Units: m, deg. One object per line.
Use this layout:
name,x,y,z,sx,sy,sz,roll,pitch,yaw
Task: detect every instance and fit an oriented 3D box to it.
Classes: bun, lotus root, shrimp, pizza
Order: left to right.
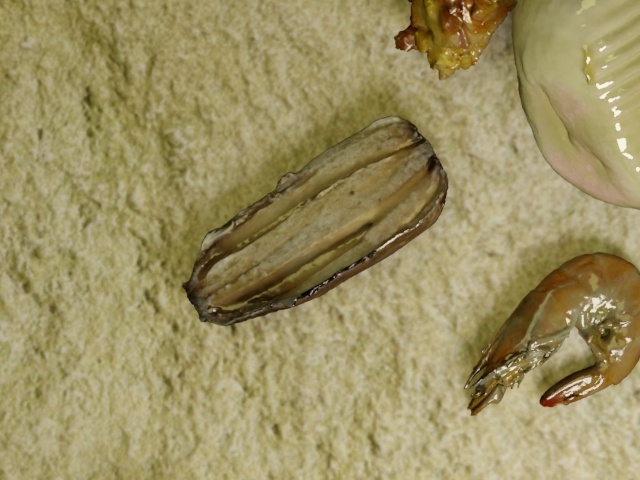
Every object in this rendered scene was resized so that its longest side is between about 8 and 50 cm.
lotus root,-0.001,0.001,1.397,0.329,0.078,0.167,-30,52,12
pizza,0.136,-0.281,1.325,0.289,0.081,0.228,38,128,56
shrimp,0.254,0.116,1.322,0.236,0.053,0.133,-44,93,3
bun,0.338,-0.209,1.239,0.361,0.361,0.213,-54,30,3
